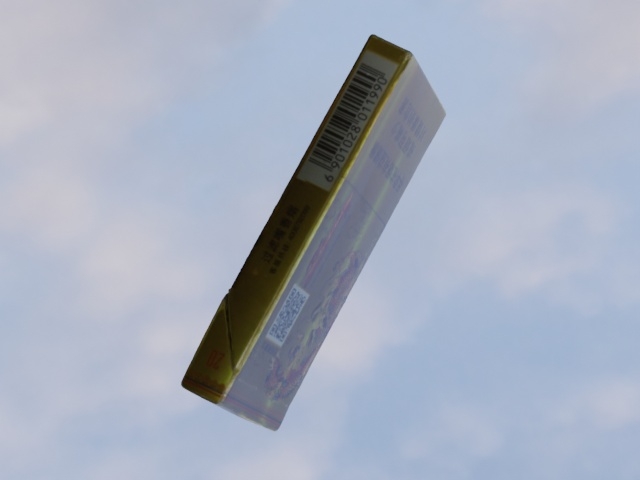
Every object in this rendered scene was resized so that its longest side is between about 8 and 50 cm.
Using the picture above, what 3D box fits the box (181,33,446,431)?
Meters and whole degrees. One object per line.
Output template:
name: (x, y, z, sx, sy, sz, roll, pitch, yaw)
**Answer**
box: (0.000, 0.000, 0.770, 0.022, 0.089, 0.156, 27, -93, 19)
